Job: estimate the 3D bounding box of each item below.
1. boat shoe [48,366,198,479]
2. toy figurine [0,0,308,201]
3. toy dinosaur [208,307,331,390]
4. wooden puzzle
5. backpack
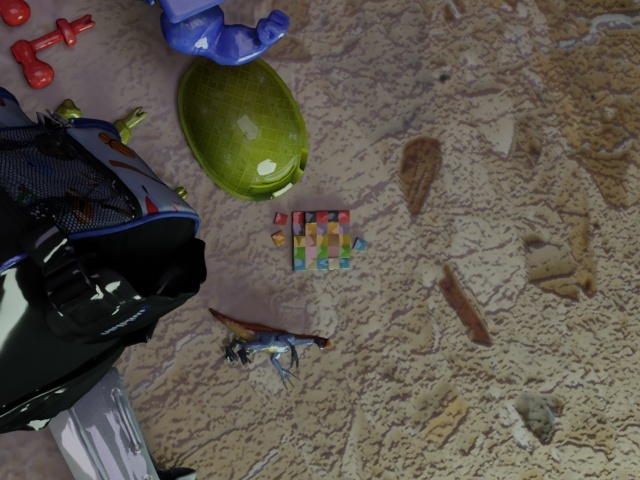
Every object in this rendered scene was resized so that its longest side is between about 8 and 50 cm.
[{"bbox_3d":[-0.132,0.203,0.962,0.081,0.079,0.227,-30,100,-8],"label":"boat shoe"},{"bbox_3d":[-0.120,-0.171,0.861,0.191,0.217,0.362,-26,101,-13],"label":"toy figurine"},{"bbox_3d":[-0.034,0.080,1.004,0.082,0.047,0.090,-23,91,-33],"label":"toy dinosaur"},{"bbox_3d":[0.000,0.000,1.023,0.083,0.006,0.049,-2,96,-17],"label":"wooden puzzle"},{"bbox_3d":[-0.215,0.025,0.823,0.276,0.263,0.213,-44,74,22],"label":"backpack"}]
